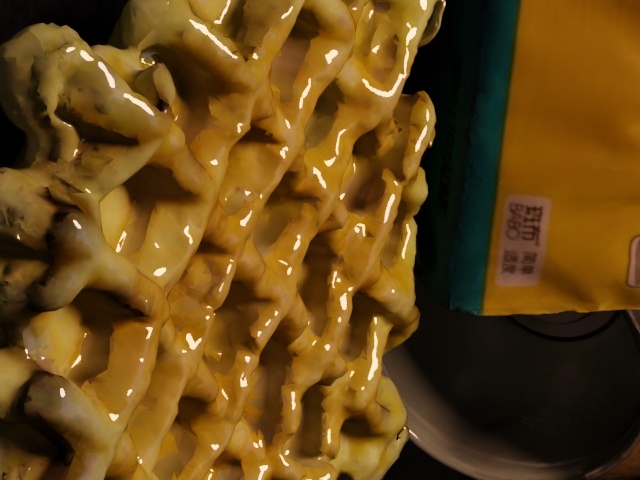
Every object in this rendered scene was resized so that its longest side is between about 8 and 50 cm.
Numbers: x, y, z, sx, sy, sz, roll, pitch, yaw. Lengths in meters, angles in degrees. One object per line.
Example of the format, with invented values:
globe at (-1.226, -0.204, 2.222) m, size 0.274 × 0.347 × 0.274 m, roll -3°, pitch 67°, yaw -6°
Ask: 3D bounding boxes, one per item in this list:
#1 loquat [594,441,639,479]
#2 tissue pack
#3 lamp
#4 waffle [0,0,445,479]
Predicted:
loquat at (0.208, 0.065, 1.222) m, size 0.179 × 0.179 × 0.227 m, roll -8°, pitch 106°, yaw -74°
tissue pack at (0.108, -0.128, 0.673) m, size 0.192 × 0.134 × 0.271 m, roll -102°, pitch -165°, yaw -63°
lamp at (0.121, 0.005, 0.876) m, size 0.147 × 0.172 × 0.227 m, roll 59°, pitch 36°, yaw -14°
waffle at (-0.034, 0.026, 0.483) m, size 0.204 × 0.054 × 0.223 m, roll -34°, pitch 133°, yaw -53°
